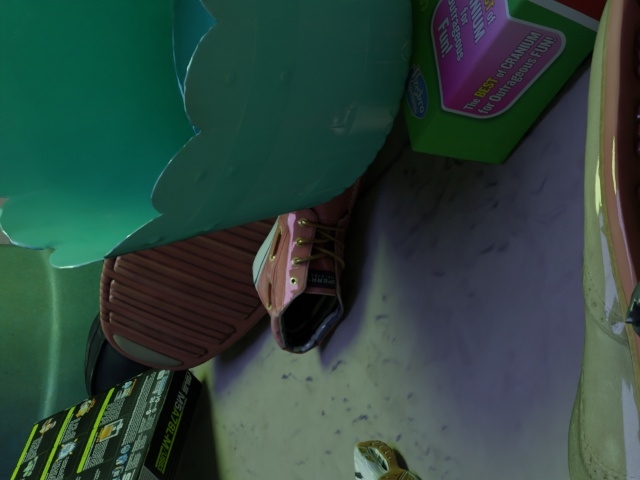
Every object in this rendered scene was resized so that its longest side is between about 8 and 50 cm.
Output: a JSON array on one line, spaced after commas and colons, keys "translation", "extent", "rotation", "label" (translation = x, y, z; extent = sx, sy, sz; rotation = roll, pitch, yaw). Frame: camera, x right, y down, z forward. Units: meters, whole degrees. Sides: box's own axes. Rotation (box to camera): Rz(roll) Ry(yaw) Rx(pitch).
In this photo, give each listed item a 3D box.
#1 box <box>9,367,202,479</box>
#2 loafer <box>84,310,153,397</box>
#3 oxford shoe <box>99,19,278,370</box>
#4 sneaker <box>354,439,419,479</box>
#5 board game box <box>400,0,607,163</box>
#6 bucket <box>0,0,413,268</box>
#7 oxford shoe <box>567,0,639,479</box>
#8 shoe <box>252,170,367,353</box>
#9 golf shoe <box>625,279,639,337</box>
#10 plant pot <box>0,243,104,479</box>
[{"translation": [-0.203, 0.207, 1.158], "extent": [0.184, 0.045, 0.191], "rotation": [-28, 27, 25], "label": "box"}, {"translation": [-0.171, 0.081, 1.255], "extent": [0.223, 0.076, 0.078], "rotation": [-62, 24, 28], "label": "loafer"}, {"translation": [-0.069, -0.056, 1.069], "extent": [0.397, 0.140, 0.147], "rotation": [-59, 12, 34], "label": "oxford shoe"}, {"translation": [0.045, 0.164, 0.853], "extent": [0.083, 0.031, 0.037], "rotation": [-123, 34, -60], "label": "sneaker"}, {"translation": [0.126, -0.234, 0.742], "extent": [0.316, 0.064, 0.242], "rotation": [124, 144, -48], "label": "board game box"}, {"translation": [-0.092, -0.129, 0.809], "extent": [0.281, 0.183, 0.281], "rotation": [8, 101, 45], "label": "bucket"}, {"translation": [0.148, 0.037, 0.576], "extent": [0.130, 0.123, 0.348], "rotation": [145, 129, -63], "label": "oxford shoe"}, {"translation": [0.000, 0.000, 0.956], "extent": [0.081, 0.063, 0.178], "rotation": [-110, 32, -42], "label": "shoe"}, {"translation": [0.203, -0.014, 0.474], "extent": [0.198, 0.077, 0.094], "rotation": [-21, 40, 16], "label": "golf shoe"}, {"translation": [-0.412, 0.139, 1.437], "extent": [0.341, 0.334, 0.341], "rotation": [-32, 54, 58], "label": "plant pot"}]
